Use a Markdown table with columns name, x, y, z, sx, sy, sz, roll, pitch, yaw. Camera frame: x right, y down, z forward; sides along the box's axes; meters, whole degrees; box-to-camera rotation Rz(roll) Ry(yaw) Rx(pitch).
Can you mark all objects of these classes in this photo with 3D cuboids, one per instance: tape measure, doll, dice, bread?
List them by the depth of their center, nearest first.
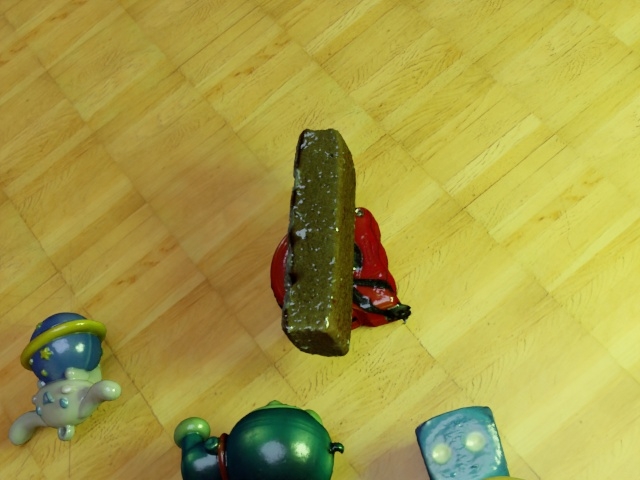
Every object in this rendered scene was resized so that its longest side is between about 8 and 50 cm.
| name | x | y | z | sx | sy | sz | roll | pitch | yaw |
| --- | --- | --- | --- | --- | --- | --- | --- | --- | --- |
| dice | 0.250 | 0.376 | 1.653 | 0.146 | 0.146 | 0.143 | -17 | 65 | 6 |
| doll | -0.111 | 0.403 | 1.707 | 0.321 | 0.199 | 0.186 | -17 | 33 | 15 |
| bread | 0.000 | 0.000 | 1.753 | 0.113 | 0.165 | 0.417 | -2 | 64 | 12 |
| tape measure | 0.028 | 0.071 | 1.866 | 0.260 | 0.114 | 0.253 | -17 | 63 | 7 |
| doll | -0.525 | 0.286 | 1.912 | 0.311 | 0.159 | 0.243 | -40 | 74 | 21 |

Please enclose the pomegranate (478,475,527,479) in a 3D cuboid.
| name | x | y | z | sx | sy | sz | roll | pitch | yaw |
| --- | --- | --- | --- | --- | --- | --- | --- | --- | --- |
| pomegranate | 0.292 | 0.562 | 1.448 | 0.411 | 0.411 | 0.412 | -6 | 65 | 12 |
